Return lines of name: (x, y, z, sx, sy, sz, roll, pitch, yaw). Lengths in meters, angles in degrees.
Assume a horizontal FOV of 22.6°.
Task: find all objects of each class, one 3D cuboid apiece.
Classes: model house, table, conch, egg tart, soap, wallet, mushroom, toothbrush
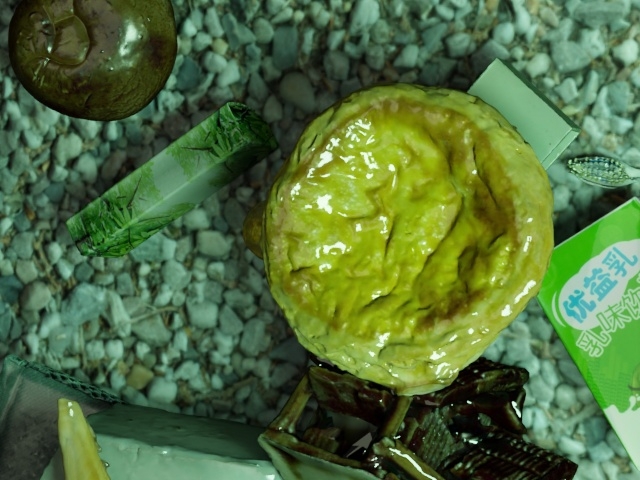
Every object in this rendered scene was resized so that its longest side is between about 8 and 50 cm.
model house: (0.147, 0.228, 1.766, 0.317, 0.282, 0.297, 15, 140, 27)
table: (0.180, -0.074, 1.820, 0.121, 0.111, 0.240, 47, 107, 19)
conch: (-0.246, 0.334, 1.722, 0.109, 0.093, 0.330, -10, 92, 15)
egg tart: (0.094, -0.005, 1.708, 0.341, 0.129, 0.341, -4, 76, 18)
soap: (-0.192, 0.419, 1.873, 0.350, 0.213, 0.435, 11, 98, 17)
wallet: (-0.278, 0.308, 2.032, 0.342, 0.075, 0.237, 22, 103, 15)
mushroom: (-0.293, -0.248, 2.026, 0.231, 0.138, 0.194, -31, 77, 21)
toothbrush: (0.469, -0.054, 1.729, 0.413, 0.042, 0.035, 8, 92, 23)

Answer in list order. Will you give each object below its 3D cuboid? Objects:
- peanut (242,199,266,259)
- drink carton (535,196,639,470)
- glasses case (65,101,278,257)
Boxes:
peanut: (0.000, 0.000, 1.917, 0.207, 0.087, 0.087, 15, 95, 26)
drink carton: (0.353, 0.106, 1.741, 0.161, 0.108, 0.271, -33, 75, 18)
glasses case: (-0.188, -0.072, 2.000, 0.272, 0.095, 0.062, -33, 75, 20)
